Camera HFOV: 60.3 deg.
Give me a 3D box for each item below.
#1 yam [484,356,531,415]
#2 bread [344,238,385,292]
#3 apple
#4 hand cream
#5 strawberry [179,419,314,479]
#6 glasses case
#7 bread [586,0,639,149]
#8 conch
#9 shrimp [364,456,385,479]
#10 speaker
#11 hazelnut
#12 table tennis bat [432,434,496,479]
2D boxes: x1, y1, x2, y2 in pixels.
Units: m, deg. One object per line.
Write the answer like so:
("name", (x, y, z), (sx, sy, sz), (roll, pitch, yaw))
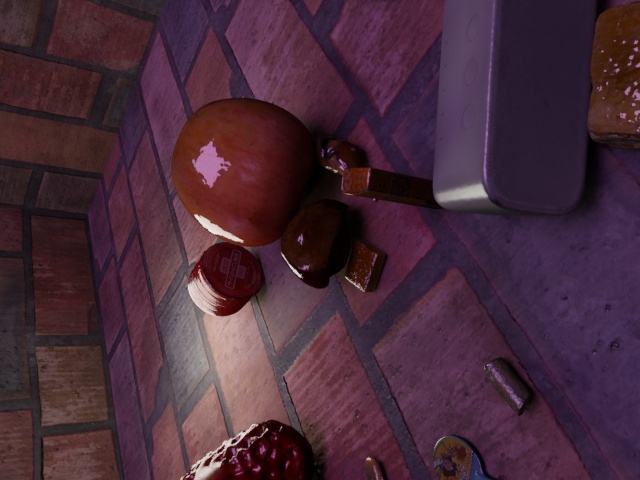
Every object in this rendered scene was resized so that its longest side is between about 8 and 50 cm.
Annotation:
("yam", (0.309, 0.237, 0.902), (0.094, 0.043, 0.043), (54, 126, 41))
("bread", (0.097, 0.055, 1.222), (0.090, 0.035, 0.094), (35, 113, 51))
("apple", (-0.190, -0.177, 1.361), (0.364, 0.364, 0.363), (-12, 76, 53))
("hand cream", (-0.276, 0.113, 1.590), (0.125, 0.193, 0.193), (-44, 51, 44))
("strawberry", (-0.159, 0.585, 1.313), (0.317, 0.295, 0.345), (31, 85, 14))
("glasses case", (0.147, -0.095, 1.022), (0.075, 0.218, 0.049), (10, 93, 54))
("bread", (0.440, -0.222, 0.743), (0.138, 0.102, 0.196), (19, 103, 57))
("conch", (0.060, -0.185, 1.280), (0.080, 0.086, 0.233), (-45, 52, -14))
("shrimp", (0.117, 0.504, 1.141), (0.059, 0.023, 0.108), (-55, 44, 46))
("speaker", (0.293, -0.239, 0.866), (0.184, 0.183, 0.406), (177, 98, -72))
("hazelnut", (0.001, -0.001, 1.258), (0.201, 0.160, 0.170), (-52, 20, -10))
("table tennis bat", (0.256, 0.404, 0.969), (0.155, 0.019, 0.100), (11, 93, 56))
